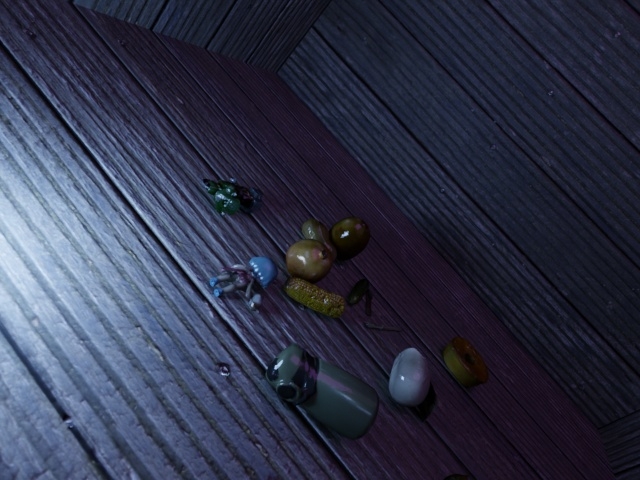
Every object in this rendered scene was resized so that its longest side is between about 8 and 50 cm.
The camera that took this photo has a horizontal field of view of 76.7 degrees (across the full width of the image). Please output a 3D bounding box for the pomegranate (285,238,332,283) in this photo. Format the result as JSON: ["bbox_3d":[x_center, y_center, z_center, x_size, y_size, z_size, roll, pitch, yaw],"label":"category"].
[{"bbox_3d":[-0.044,0.081,1.626,0.191,0.191,0.191,36,27,-21],"label":"pomegranate"}]

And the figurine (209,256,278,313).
[{"bbox_3d":[-0.235,0.137,1.344,0.260,0.103,0.205,-13,60,-50],"label":"figurine"}]

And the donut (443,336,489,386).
[{"bbox_3d":[0.750,0.639,2.112,0.277,0.108,0.278,35,28,-22],"label":"donut"}]

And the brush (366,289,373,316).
[{"bbox_3d":[0.236,0.291,1.931,0.034,0.027,0.190,38,27,-13],"label":"brush"}]

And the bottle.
[{"bbox_3d":[-0.001,0.438,1.196,0.346,0.168,0.169,35,27,-14],"label":"bottle"}]

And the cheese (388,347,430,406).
[{"bbox_3d":[0.341,0.538,1.551,0.154,0.198,0.189,17,35,19],"label":"cheese"}]

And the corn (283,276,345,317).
[{"bbox_3d":[-0.019,0.217,1.562,0.291,0.101,0.101,32,29,-31],"label":"corn"}]

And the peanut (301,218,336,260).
[{"bbox_3d":[0.000,0.000,1.901,0.237,0.110,0.120,56,18,17],"label":"peanut"}]

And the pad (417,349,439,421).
[{"bbox_3d":[0.405,0.582,1.628,0.003,0.158,0.235,4,40,-15],"label":"pad"}]

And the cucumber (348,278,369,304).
[{"bbox_3d":[0.177,0.239,1.876,0.069,0.069,0.227,47,28,1],"label":"cucumber"}]

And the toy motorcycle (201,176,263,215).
[{"bbox_3d":[-0.338,-0.172,1.624,0.274,0.125,0.187,7,36,-54],"label":"toy motorcycle"}]

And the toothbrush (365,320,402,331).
[{"bbox_3d":[0.298,0.402,1.865,0.294,0.026,0.028,21,20,-42],"label":"toothbrush"}]

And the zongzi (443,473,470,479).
[{"bbox_3d":[0.379,0.812,1.281,0.288,0.134,0.286,39,19,3],"label":"zongzi"}]

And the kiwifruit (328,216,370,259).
[{"bbox_3d":[0.137,-0.014,1.987,0.195,0.234,0.196,32,33,-24],"label":"kiwifruit"}]
